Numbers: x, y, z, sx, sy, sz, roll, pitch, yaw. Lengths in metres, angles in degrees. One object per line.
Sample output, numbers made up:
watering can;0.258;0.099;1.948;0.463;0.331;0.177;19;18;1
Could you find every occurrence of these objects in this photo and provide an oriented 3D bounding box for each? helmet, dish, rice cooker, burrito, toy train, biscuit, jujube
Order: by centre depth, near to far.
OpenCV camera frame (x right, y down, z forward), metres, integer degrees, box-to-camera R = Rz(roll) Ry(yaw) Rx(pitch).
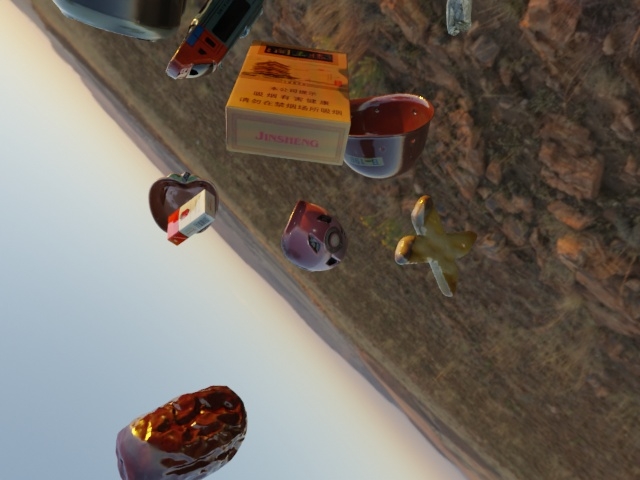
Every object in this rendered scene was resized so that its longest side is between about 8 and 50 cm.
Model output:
toy train;-0.143;-0.454;0.812;0.089;0.410;0.086;34;168;-23
biscuit;0.258;0.014;0.966;0.207;0.165;0.047;31;171;-34
burrito;0.343;-0.618;1.052;0.226;0.086;0.060;79;168;-45
rice cooker;-0.482;-0.700;1.066;0.334;0.326;0.335;16;-150;-9
jujube;-0.411;0.597;1.322;0.276;0.376;0.277;14;107;57
helmet;0.000;0.000;1.334;0.154;0.199;0.253;19;165;17
dish;-0.421;-0.126;1.351;0.213;0.213;0.090;50;-176;-26
helmet;0.193;-0.332;1.475;0.384;0.338;0.230;9;133;27

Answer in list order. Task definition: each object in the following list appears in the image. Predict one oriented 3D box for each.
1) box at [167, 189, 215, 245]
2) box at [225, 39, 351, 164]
box;-0.371;-0.065;1.245;0.048;0.152;0.100;39;-153;-39
box;-0.044;-0.234;0.706;0.274;0.174;0.076;-88;7;-48
